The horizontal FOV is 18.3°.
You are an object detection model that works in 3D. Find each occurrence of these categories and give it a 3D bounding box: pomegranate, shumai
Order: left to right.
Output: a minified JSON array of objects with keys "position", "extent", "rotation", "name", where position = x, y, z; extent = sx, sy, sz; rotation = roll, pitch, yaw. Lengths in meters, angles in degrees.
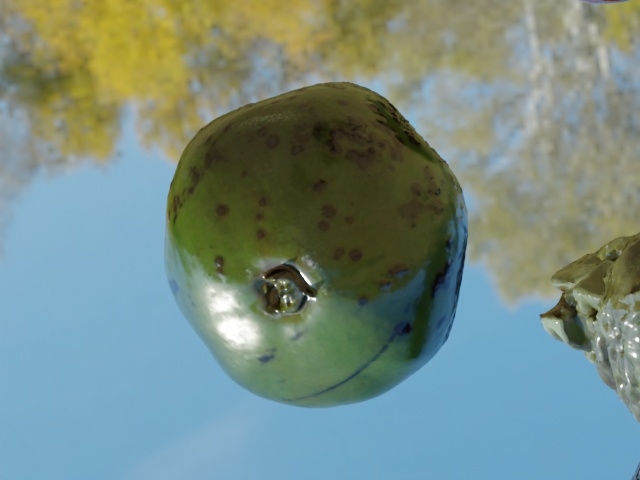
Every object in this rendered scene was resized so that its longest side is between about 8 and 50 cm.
[{"position":[0.000,0.000,1.537],"extent":[0.254,0.254,0.270],"rotation":[-8,-167,8],"name":"pomegranate"},{"position":[0.370,0.077,2.207],"extent":[0.189,0.256,0.218],"rotation":[-27,-147,-27],"name":"shumai"}]

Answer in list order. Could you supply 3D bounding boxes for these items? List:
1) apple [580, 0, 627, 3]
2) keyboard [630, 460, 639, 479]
[{"position":[0.251,-0.317,1.761],"extent":[0.230,0.230,0.230],"rotation":[-10,-161,3],"name":"apple"},{"position":[0.243,0.204,1.542],"extent":[0.018,0.309,0.101],"rotation":[24,-131,10],"name":"keyboard"}]
